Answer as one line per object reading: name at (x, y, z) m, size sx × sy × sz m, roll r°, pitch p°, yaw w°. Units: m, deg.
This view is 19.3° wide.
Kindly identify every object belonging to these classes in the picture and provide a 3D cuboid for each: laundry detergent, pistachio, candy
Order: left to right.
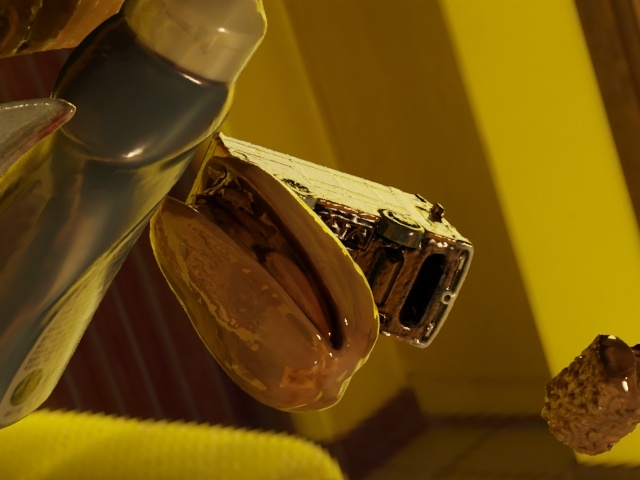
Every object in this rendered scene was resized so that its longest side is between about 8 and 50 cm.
laundry detergent at (-0.127, -0.034, 1.005) m, size 0.290 × 0.094 × 0.143 m, roll -56°, pitch -8°, yaw 21°
pistachio at (-0.044, 0.034, 1.412) m, size 0.129 × 0.206 × 0.131 m, roll -33°, pitch -11°, yaw -30°
candy at (0.262, 0.142, 1.722) m, size 0.110 × 0.095 × 0.085 m, roll -42°, pitch 34°, yaw 31°

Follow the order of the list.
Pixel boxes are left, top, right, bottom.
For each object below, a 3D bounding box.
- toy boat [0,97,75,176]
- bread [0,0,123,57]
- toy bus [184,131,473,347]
toy boat at (-0.146, -0.015, 0.676) m, size 0.122 × 0.034 × 0.096 m, roll -50°, pitch -28°, yaw 12°
bread at (-0.215, -0.195, 1.118) m, size 0.240 × 0.139 × 0.240 m, roll 13°, pitch 34°, yaw -9°
toy bus at (0.000, 0.000, 1.923) m, size 0.275 × 0.138 × 0.167 m, roll 17°, pitch 16°, yaw -24°
